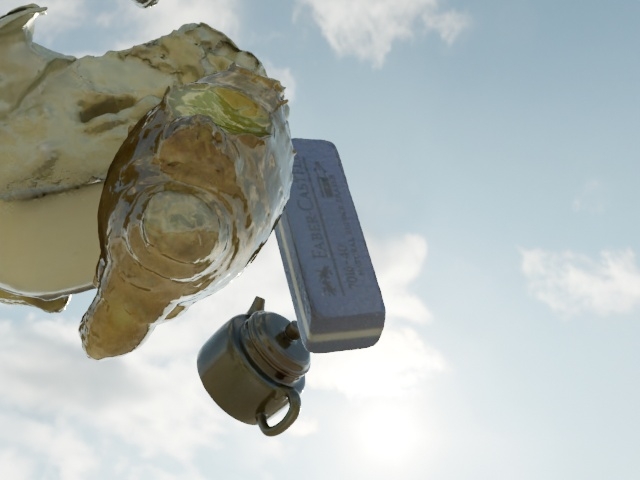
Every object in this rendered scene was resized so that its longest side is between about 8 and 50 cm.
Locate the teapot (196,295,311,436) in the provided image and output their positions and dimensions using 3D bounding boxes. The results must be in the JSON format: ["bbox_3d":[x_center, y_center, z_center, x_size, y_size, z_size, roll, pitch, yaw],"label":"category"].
[{"bbox_3d":[-0.093,0.212,1.422,0.186,0.267,0.175,25,-61,-42],"label":"teapot"}]

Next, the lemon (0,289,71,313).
[{"bbox_3d":[-0.449,-0.032,1.246,0.245,0.319,0.245,-25,-21,-11],"label":"lemon"}]

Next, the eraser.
[{"bbox_3d":[0.000,0.000,0.805,0.082,0.225,0.036,0,-30,-27],"label":"eraser"}]

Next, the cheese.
[{"bbox_3d":[-0.162,-0.063,0.627,0.266,0.127,0.233,-17,-24,-32],"label":"cheese"}]

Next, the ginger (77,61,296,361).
[{"bbox_3d":[-0.073,-0.028,0.497,0.102,0.216,0.157,23,-53,-2],"label":"ginger"}]

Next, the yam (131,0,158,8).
[{"bbox_3d":[-0.325,-0.432,1.245,0.061,0.061,0.274,-11,-9,13],"label":"yam"}]
